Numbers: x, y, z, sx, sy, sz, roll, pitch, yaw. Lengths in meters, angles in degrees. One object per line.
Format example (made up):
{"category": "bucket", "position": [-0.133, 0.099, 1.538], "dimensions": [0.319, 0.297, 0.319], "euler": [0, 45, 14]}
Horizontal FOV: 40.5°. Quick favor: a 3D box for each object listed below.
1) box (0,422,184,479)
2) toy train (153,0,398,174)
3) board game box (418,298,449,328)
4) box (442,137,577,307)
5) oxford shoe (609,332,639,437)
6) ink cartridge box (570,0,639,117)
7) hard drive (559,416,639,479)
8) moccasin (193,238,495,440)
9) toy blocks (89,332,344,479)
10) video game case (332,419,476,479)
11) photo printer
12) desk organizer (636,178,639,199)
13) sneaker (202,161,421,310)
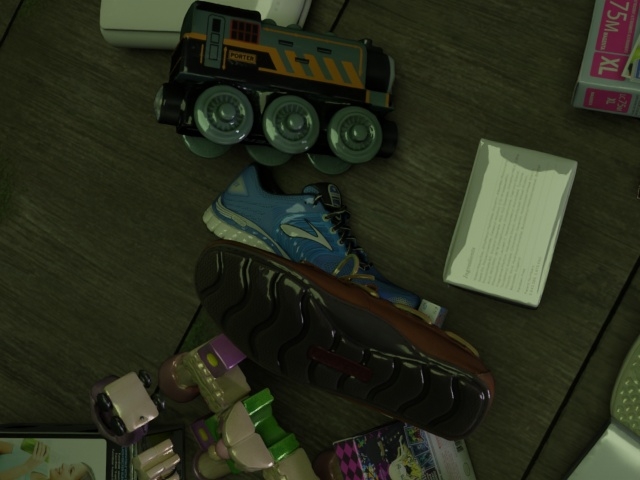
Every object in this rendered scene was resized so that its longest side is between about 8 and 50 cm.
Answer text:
{"category": "box", "position": [-0.353, 0.304, 1.211], "dimensions": [0.290, 0.169, 0.087], "euler": [-2, 81, 15]}
{"category": "toy train", "position": [-0.049, -0.199, 1.151], "dimensions": [0.333, 0.142, 0.190], "euler": [6, 84, -17]}
{"category": "board game box", "position": [0.122, 0.154, 1.140], "dimensions": [0.026, 0.103, 0.154], "euler": [23, 91, 15]}
{"category": "box", "position": [0.238, -0.014, 1.089], "dimensions": [0.119, 0.181, 0.182], "euler": [15, 88, 14]}
{"category": "oxford shoe", "position": [0.510, 0.073, 1.050], "dimensions": [0.169, 0.130, 0.449], "euler": [30, 107, 11]}
{"category": "ink cartridge box", "position": [0.488, -0.228, 1.081], "dimensions": [0.311, 0.065, 0.186], "euler": [13, 65, 13]}
{"category": "hard drive", "position": [0.432, 0.415, 1.050], "dimensions": [0.353, 0.047, 0.233], "euler": [37, 103, 15]}
{"category": "moccasin", "position": [0.029, 0.101, 1.037], "dimensions": [0.380, 0.147, 0.139], "euler": [20, 108, 2]}
{"category": "toy blocks", "position": [-0.132, 0.268, 1.121], "dimensions": [0.260, 0.309, 0.289], "euler": [-36, 83, 51]}
{"category": "video game case", "position": [0.127, 0.334, 1.073], "dimensions": [0.042, 0.210, 0.232], "euler": [-25, 78, 40]}
{"category": "photo printer", "position": [-0.155, -0.400, 1.264], "dimensions": [0.307, 0.107, 0.256], "euler": [6, 86, 15]}
{"category": "desk organizer", "position": [0.445, -0.116, 1.116], "dimensions": [0.047, 0.050, 0.130], "euler": [11, 87, 14]}
{"category": "sneaker", "position": [0.000, 0.000, 1.174], "dimensions": [0.330, 0.130, 0.147], "euler": [33, 95, 15]}
